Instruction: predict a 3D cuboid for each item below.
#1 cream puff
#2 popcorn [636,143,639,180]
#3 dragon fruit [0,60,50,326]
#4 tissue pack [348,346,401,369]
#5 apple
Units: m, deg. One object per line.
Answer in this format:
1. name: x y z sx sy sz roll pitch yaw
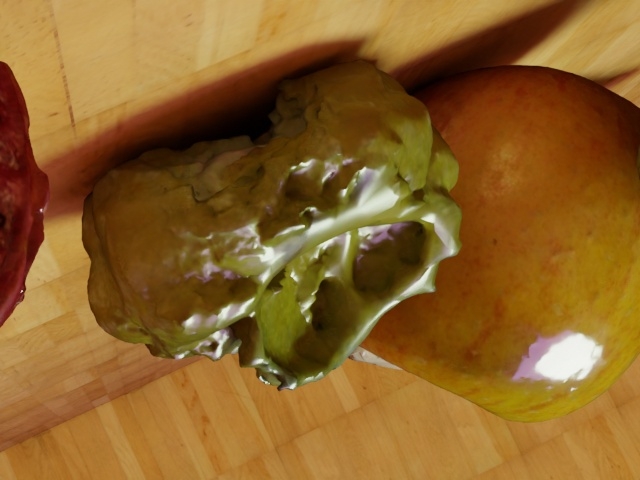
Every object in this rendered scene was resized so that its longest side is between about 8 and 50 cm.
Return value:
1. cream puff: -0.024 0.003 0.987 0.282 0.185 0.282 -24 178 -1
2. popcorn: 0.376 -0.034 1.049 0.274 0.279 0.335 5 -174 39
3. dragon fruit: -0.243 0.039 0.610 0.262 0.134 0.211 -21 176 -36
4. tissue pack: 0.221 -0.016 1.685 0.375 0.195 0.390 -9 145 -50
5. apple: 0.143 -0.005 1.208 0.299 0.299 0.275 17 95 -82
